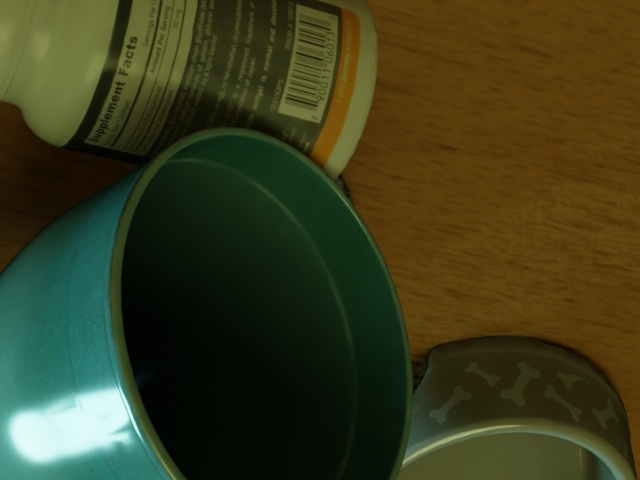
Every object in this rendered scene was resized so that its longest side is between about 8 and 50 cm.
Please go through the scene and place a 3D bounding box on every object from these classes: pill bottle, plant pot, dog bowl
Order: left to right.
[{"bbox_3d":[-0.121,0.091,0.959,0.255,0.271,0.272,-19,137,37],"label":"plant pot"},{"bbox_3d":[-0.113,-0.132,0.983,0.278,0.162,0.162,12,125,-23],"label":"pill bottle"},{"bbox_3d":[0.154,0.262,1.400,0.349,0.102,0.348,-6,125,-8],"label":"dog bowl"}]

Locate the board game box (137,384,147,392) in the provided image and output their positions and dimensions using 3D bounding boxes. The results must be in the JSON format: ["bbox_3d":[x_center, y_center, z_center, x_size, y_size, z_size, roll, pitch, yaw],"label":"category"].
[{"bbox_3d":[-0.162,0.096,1.170,0.170,0.141,0.048,-29,130,9],"label":"board game box"}]

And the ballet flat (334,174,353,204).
[{"bbox_3d":[0.000,0.000,1.198,0.070,0.070,0.188,3,130,-17],"label":"ballet flat"}]
